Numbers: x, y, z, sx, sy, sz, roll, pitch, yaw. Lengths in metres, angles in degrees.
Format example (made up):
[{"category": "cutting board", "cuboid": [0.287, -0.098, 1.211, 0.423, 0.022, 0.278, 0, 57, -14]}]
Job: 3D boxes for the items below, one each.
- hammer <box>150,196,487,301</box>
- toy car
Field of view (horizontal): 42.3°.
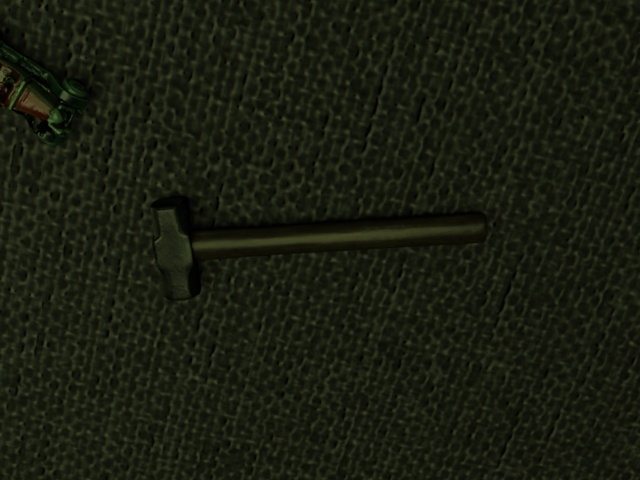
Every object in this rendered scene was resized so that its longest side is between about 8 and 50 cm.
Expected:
[{"category": "hammer", "cuboid": [0.000, 0.000, 0.906, 0.365, 0.043, 0.111, -4, 109, 0]}, {"category": "toy car", "cuboid": [-0.313, -0.159, 0.845, 0.143, 0.054, 0.073, 34, 107, -10]}]
